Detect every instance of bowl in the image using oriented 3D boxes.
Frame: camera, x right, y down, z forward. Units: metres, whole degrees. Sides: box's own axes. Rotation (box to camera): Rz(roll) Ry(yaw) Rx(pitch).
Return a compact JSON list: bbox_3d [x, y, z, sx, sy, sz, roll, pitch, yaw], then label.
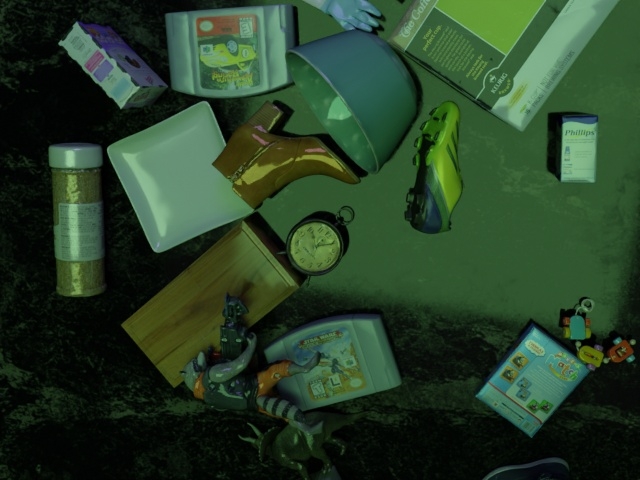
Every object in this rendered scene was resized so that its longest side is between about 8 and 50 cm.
[{"bbox_3d":[0.082,-0.307,1.558,0.163,0.311,0.311,-39,92,-6],"label":"bowl"}]

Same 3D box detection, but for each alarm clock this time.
[{"bbox_3d":[0.000,0.000,1.724,0.192,0.064,0.129,-44,97,3],"label":"alarm clock"}]

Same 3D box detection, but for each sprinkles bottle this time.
[{"bbox_3d":[-0.572,-0.049,1.792,0.121,0.121,0.356,3,102,10],"label":"sprinkles bottle"}]

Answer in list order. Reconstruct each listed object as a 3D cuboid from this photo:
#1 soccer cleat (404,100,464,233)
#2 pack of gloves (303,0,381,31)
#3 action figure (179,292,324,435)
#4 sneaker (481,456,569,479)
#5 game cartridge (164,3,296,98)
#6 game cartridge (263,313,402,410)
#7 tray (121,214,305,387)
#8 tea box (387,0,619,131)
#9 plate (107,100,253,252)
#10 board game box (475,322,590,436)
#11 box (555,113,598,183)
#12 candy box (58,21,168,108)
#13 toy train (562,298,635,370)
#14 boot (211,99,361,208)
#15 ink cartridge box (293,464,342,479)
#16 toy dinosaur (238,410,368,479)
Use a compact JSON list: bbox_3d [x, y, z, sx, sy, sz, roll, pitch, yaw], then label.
[{"bbox_3d":[0.266,-0.156,1.651,0.121,0.093,0.289,8,99,-22],"label":"soccer cleat"},{"bbox_3d":[0.059,-0.557,1.589,0.232,0.046,0.195,38,102,17],"label":"pack of gloves"},{"bbox_3d":[-0.165,0.299,1.702,0.330,0.178,0.341,4,125,17],"label":"action figure"},{"bbox_3d":[0.457,0.576,1.710,0.226,0.163,0.086,-25,97,15],"label":"sneaker"},{"bbox_3d":[-0.199,-0.417,1.689,0.294,0.060,0.196,-2,105,11],"label":"game cartridge"},{"bbox_3d":[0.023,0.284,1.787,0.297,0.062,0.198,-18,102,13],"label":"game cartridge"},{"bbox_3d":[-0.259,0.149,1.801,0.411,0.076,0.203,-39,92,14],"label":"tray"},{"bbox_3d":[0.358,-0.440,1.495,0.323,0.220,0.329,35,105,1],"label":"tea box"},{"bbox_3d":[-0.321,-0.146,1.767,0.277,0.045,0.278,-23,96,13],"label":"plate"},{"bbox_3d":[0.480,0.317,1.716,0.160,0.039,0.211,36,105,2],"label":"board game box"},{"bbox_3d":[0.527,-0.192,1.562,0.072,0.126,0.137,1,101,12],"label":"box"},{"bbox_3d":[-0.455,-0.387,1.682,0.070,0.165,0.196,-44,91,15],"label":"candy box"},{"bbox_3d":[0.607,0.217,1.674,0.125,0.046,0.166,-37,82,-11],"label":"toy train"},{"bbox_3d":[-0.079,-0.149,1.678,0.295,0.104,0.211,38,94,9],"label":"boot"},{"bbox_3d":[-0.084,0.679,1.801,0.289,0.211,0.122,-25,96,14],"label":"ink cartridge box"},{"bbox_3d":[-0.034,0.477,1.802,0.313,0.121,0.160,-29,108,18],"label":"toy dinosaur"}]
